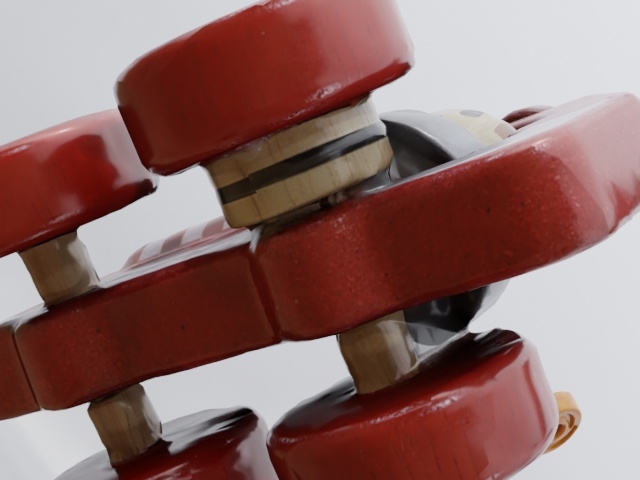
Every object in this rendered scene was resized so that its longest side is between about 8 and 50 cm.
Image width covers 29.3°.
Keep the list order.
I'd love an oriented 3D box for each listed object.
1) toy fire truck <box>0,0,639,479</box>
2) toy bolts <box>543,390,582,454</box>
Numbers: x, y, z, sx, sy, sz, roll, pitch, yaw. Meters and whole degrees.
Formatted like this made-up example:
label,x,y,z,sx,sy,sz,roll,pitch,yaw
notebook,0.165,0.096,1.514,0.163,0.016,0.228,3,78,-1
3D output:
label,x,y,z,sx,sy,sz,roll,pitch,yaw
toy fire truck,0.000,0.000,0.508,0.302,0.254,0.169,-20,-84,34
toy bolts,0.208,0.239,1.651,0.158,0.218,0.228,53,-55,40
